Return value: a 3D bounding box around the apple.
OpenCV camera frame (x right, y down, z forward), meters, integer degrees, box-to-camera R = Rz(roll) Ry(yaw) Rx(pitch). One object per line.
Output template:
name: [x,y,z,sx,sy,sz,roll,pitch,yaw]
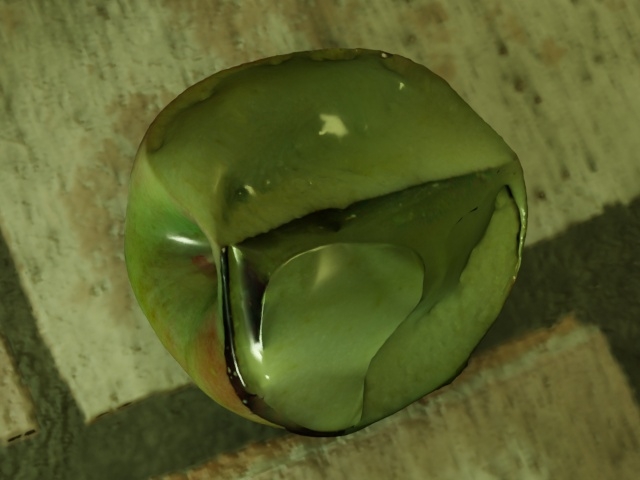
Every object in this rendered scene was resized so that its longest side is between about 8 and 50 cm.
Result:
apple: [0.000,0.000,0.944,0.188,0.174,0.207,-20,77,-29]
